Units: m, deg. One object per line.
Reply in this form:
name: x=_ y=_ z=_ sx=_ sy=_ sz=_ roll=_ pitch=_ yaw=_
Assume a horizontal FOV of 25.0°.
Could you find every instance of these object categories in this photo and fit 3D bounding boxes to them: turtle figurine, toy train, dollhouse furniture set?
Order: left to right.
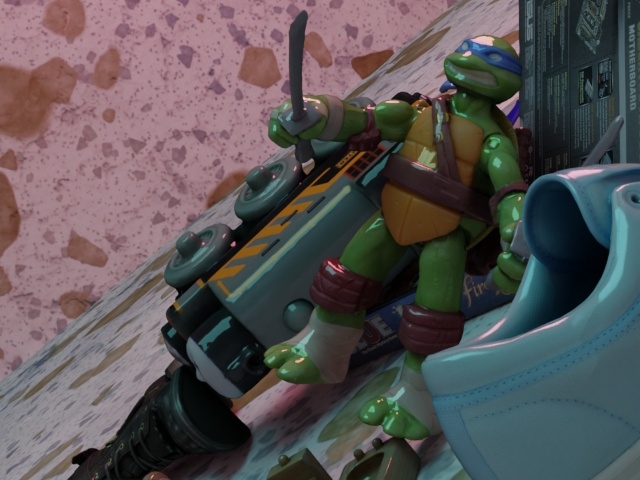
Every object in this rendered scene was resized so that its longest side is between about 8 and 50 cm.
dollhouse furniture set: x=-0.042 y=0.166 z=0.939 sx=0.151 sy=0.123 sz=0.144 roll=-34 pitch=11 yaw=25
toy train: x=0.000 y=0.000 z=1.273 sx=0.334 sy=0.142 sz=0.190 roll=-42 pitch=22 yaw=-3
turtle figurine: x=0.045 y=-0.010 z=0.949 sx=0.274 sy=0.198 sz=0.266 roll=-85 pitch=12 yaw=-76

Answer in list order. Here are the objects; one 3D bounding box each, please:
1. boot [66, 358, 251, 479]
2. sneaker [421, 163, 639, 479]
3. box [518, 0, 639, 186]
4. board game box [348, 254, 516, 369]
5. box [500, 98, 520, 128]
boot: x=-0.181 y=0.220 z=1.358 sx=0.229 sy=0.091 sz=0.263 roll=-44 pitch=6 yaw=-3
sneaker: x=0.195 y=-0.002 z=0.779 sx=0.366 sy=0.150 sz=0.135 roll=-44 pitch=12 yaw=-30
box: x=0.205 y=-0.092 z=0.998 sx=0.056 sy=0.231 sz=0.183 roll=4 pitch=-9 yaw=-24
board game box: x=0.124 y=0.018 z=1.254 sx=0.243 sy=0.042 sz=0.165 roll=-28 pitch=14 yaw=44
box: x=0.158 y=-0.063 z=1.411 sx=0.137 sy=0.072 sz=0.126 roll=-31 pitch=13 yaw=33
